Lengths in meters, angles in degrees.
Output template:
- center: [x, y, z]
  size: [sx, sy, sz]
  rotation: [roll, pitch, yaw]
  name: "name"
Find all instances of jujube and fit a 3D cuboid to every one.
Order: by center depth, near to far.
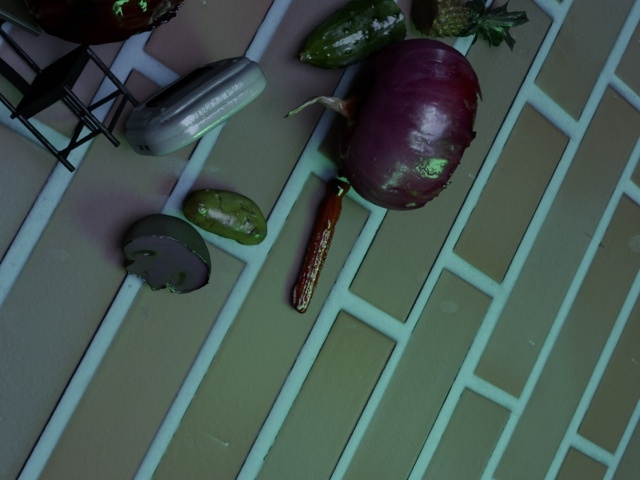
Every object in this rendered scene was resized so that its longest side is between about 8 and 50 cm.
- center: [-0.355, -0.476, 1.578]
  size: [0.376, 0.258, 0.258]
  rotation: [-44, 121, -52]
  name: "jujube"

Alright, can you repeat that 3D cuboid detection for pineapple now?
- center: [0.342, -0.496, 2.091]
  size: [0.277, 0.119, 0.130]
  rotation: [-2, 80, -33]
  name: "pineapple"

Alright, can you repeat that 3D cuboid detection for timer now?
- center: [-0.237, -0.253, 1.705]
  size: [0.262, 0.237, 0.087]
  rotation: [-38, 114, -21]
  name: "timer"

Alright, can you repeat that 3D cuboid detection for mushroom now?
- center: [-0.292, 0.016, 1.789]
  size: [0.188, 0.141, 0.117]
  rotation: [43, 41, -33]
  name: "mushroom"

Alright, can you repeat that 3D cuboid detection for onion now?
- center: [0.163, -0.254, 1.881]
  size: [0.345, 0.358, 0.358]
  rotation: [42, 76, -28]
  name: "onion"

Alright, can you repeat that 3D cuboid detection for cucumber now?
- center: [0.054, -0.423, 1.925]
  size: [0.244, 0.134, 0.134]
  rotation: [-27, 111, -21]
  name: "cucumber"

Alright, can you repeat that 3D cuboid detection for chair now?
- center: [-0.463, -0.271, 1.598]
  size: [0.260, 0.141, 0.155]
  rotation: [49, 32, -30]
  name: "chair"

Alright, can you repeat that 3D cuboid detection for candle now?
- center: [0.000, 0.000, 1.998]
  size: [0.051, 0.048, 0.329]
  rotation: [19, 88, -40]
  name: "candle"

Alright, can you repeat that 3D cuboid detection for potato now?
- center: [-0.192, -0.050, 1.855]
  size: [0.188, 0.085, 0.105]
  rotation: [15, 51, -33]
  name: "potato"

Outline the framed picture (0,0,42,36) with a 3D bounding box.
- center: [-0.568, -0.480, 1.551]
  size: [0.260, 0.023, 0.189]
  rotation: [25, 58, -31]
  name: "framed picture"
